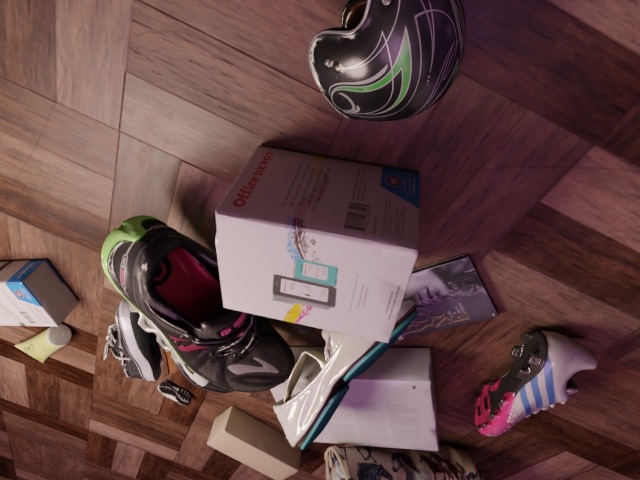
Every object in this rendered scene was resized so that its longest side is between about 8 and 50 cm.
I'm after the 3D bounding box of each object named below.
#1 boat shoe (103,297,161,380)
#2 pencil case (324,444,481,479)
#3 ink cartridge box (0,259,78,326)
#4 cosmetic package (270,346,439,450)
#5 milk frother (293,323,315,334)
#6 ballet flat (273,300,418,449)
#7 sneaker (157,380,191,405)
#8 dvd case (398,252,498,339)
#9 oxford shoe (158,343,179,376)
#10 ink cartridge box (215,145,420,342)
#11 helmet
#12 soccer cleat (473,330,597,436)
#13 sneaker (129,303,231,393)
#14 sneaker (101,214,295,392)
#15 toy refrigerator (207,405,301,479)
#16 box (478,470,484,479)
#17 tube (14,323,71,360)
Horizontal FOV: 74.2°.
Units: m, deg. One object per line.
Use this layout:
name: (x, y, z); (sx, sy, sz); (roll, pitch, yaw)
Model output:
boat shoe: (-0.465, 0.244, 1.029); (0.104, 0.113, 0.307); (1, 140, -6)
pencil case: (0.215, 0.620, 1.078); (0.409, 0.184, 0.160); (8, 120, -16)
ink cartridge box: (-0.720, 0.127, 1.010); (0.202, 0.086, 0.148); (-1, 129, 15)
cosmetic package: (0.085, 0.381, 1.021); (0.376, 0.098, 0.285); (-3, 129, 16)
milk frother: (-0.028, 0.095, 0.829); (0.143, 0.129, 0.135); (-48, 113, -8)
ballet flat: (0.028, 0.246, 0.850); (0.139, 0.139, 0.401); (31, 106, -13)
sneaker: (-0.428, 0.447, 1.239); (0.109, 0.040, 0.043); (40, 143, -14)
dvd case: (0.211, 0.120, 0.830); (0.221, 0.018, 0.165); (-21, 121, 27)
oxford shoe: (-0.367, 0.252, 1.054); (0.075, 0.076, 0.213); (-7, 131, -20)
ink cartridge box: (0.000, 0.000, 0.665); (0.269, 0.198, 0.197); (11, 131, 5)
helmet: (0.084, -0.226, 0.486); (0.161, 0.170, 0.169); (-10, 127, 40)
soccer cleat: (0.434, 0.319, 0.875); (0.142, 0.116, 0.332); (14, 130, 2)
sneaker: (-0.264, 0.216, 0.950); (0.146, 0.123, 0.331); (-29, 113, 26)
sneaker: (-0.197, 0.157, 0.796); (0.202, 0.185, 0.483); (9, 147, 48)
toy refrigerator: (-0.194, 0.615, 1.282); (0.269, 0.094, 0.102); (36, 121, -17)
box: (0.311, 0.687, 1.238); (0.323, 0.063, 0.067); (10, 130, 5)
tube: (-0.772, 0.293, 1.180); (0.240, 0.062, 0.070); (-25, 79, 35)
